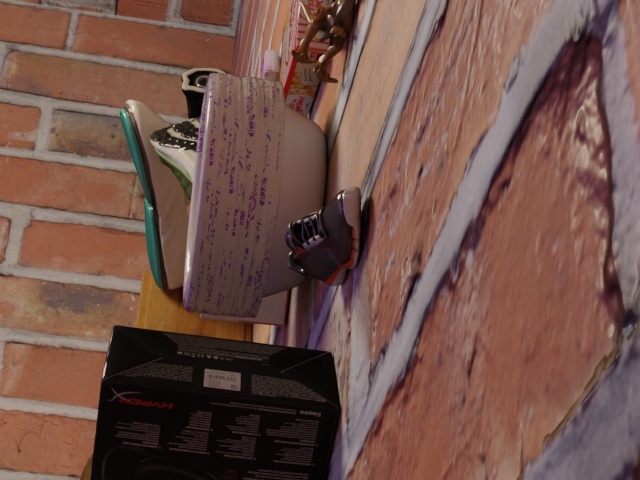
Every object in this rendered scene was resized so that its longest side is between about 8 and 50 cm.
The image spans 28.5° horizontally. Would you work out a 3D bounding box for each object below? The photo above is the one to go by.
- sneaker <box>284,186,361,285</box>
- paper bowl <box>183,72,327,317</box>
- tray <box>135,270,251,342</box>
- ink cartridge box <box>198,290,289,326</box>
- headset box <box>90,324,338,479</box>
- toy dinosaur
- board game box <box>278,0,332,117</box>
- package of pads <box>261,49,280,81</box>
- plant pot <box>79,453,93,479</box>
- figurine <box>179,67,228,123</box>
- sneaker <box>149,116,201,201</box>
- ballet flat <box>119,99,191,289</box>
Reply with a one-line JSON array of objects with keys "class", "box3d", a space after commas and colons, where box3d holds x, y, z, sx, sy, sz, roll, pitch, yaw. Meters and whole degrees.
[{"class": "sneaker", "box3d": [0.000, 0.000, 1.156, 0.158, 0.064, 0.061, 110, 165, -61]}, {"class": "paper bowl", "box3d": [-0.078, -0.049, 1.485, 0.284, 0.148, 0.284, -173, 90, -82]}, {"class": "tray", "box3d": [-0.220, 0.208, 2.134, 0.411, 0.202, 0.076, -93, 12, -54]}, {"class": "ink cartridge box", "box3d": [-0.110, 0.079, 1.744, 0.198, 0.115, 0.067, 173, 103, -84]}, {"class": "headset box", "box3d": [-0.115, 0.245, 1.219, 0.110, 0.218, 0.293, -96, 14, -65]}, {"class": "toy dinosaur", "box3d": [0.009, -0.235, 1.397, 0.112, 0.064, 0.211, -66, 13, -13]}, {"class": "board game box", "box3d": [-0.020, -0.261, 1.634, 0.193, 0.045, 0.147, 114, 162, -66]}, {"class": "package of pads", "box3d": [-0.091, -0.307, 2.287, 0.083, 0.032, 0.050, -93, 15, -54]}, {"class": "plant pot", "box3d": [-0.136, 0.268, 1.459, 0.254, 0.237, 0.237, 127, 152, -49]}, {"class": "figurine", "box3d": [-0.204, -0.162, 2.257, 0.209, 0.092, 0.215, 93, 177, -49]}, {"class": "sneaker", "box3d": [-0.146, -0.070, 1.868, 0.410, 0.158, 0.182, -129, 27, -60]}, {"class": "ballet flat", "box3d": [-0.246, -0.085, 2.122, 0.139, 0.139, 0.400, -91, -2, -47]}]
